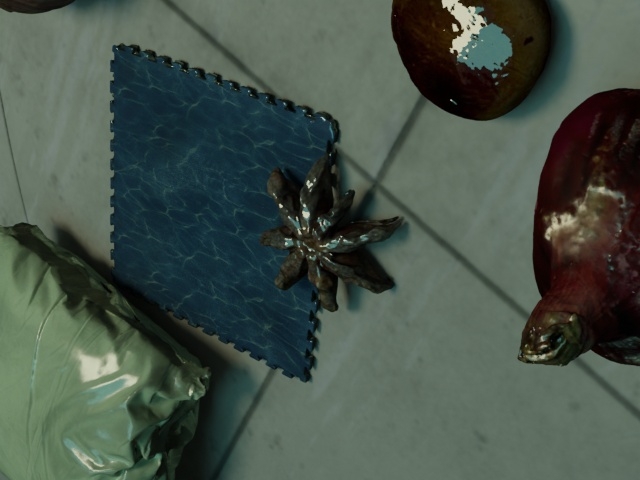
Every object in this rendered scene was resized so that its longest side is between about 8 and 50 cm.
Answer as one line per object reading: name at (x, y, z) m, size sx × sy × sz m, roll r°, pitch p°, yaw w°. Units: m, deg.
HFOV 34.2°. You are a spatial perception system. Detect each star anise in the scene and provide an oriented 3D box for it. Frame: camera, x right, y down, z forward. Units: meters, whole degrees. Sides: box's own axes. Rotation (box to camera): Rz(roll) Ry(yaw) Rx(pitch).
star anise at (-0.001, 0.002, 0.861) m, size 0.141 × 0.042 × 0.141 m, roll 14°, pitch 118°, yaw 29°

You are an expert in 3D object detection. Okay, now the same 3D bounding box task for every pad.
pad at (-0.102, -0.027, 0.964) m, size 0.269 × 0.012 × 0.269 m, roll 22°, pitch 121°, yaw 32°

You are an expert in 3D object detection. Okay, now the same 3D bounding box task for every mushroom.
mushroom at (0.099, -0.141, 0.719) m, size 0.123 × 0.052 × 0.123 m, roll 14°, pitch 113°, yaw 35°

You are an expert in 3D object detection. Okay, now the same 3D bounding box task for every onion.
onion at (0.193, 0.011, 0.610) m, size 0.135 × 0.198 × 0.173 m, roll 3°, pitch 128°, yaw 33°

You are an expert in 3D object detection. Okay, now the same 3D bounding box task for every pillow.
pillow at (-0.251, 0.171, 1.077) m, size 0.310 × 0.138 × 0.283 m, roll 32°, pitch 117°, yaw 25°

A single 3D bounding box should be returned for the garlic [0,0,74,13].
garlic at (-0.283, -0.306, 0.892) m, size 0.245 × 0.160 × 0.245 m, roll 26°, pitch 126°, yaw 41°
